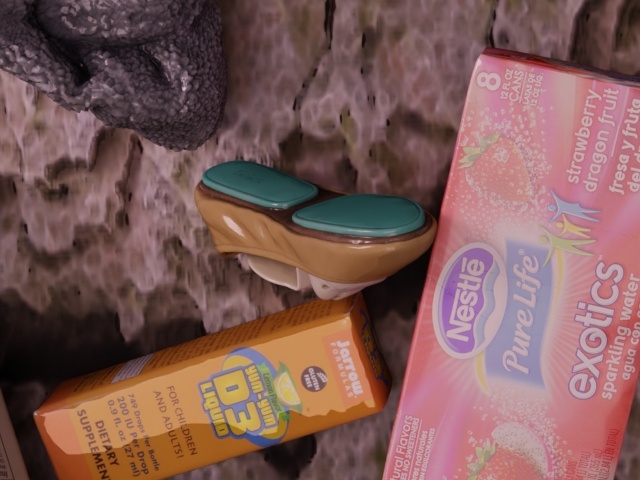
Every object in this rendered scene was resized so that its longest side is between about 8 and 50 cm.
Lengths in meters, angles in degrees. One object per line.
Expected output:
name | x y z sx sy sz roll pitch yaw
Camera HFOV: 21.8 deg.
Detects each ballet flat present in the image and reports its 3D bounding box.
ballet flat | 0.000 0.000 1.073 0.080 0.232 0.073 -19 112 -29

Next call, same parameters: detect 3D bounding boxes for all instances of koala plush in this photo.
koala plush | -0.106 -0.193 1.062 0.203 0.196 0.221 32 101 -10

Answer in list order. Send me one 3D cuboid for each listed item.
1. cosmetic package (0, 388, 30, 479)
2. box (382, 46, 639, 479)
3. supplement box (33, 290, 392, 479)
cosmetic package | -0.261 0.213 1.055 0.113 0.160 0.309 -39 60 32
box | 0.139 0.036 1.070 0.142 0.154 0.300 13 100 5
supplement box | -0.072 0.107 1.146 0.233 0.080 0.078 -19 97 8
